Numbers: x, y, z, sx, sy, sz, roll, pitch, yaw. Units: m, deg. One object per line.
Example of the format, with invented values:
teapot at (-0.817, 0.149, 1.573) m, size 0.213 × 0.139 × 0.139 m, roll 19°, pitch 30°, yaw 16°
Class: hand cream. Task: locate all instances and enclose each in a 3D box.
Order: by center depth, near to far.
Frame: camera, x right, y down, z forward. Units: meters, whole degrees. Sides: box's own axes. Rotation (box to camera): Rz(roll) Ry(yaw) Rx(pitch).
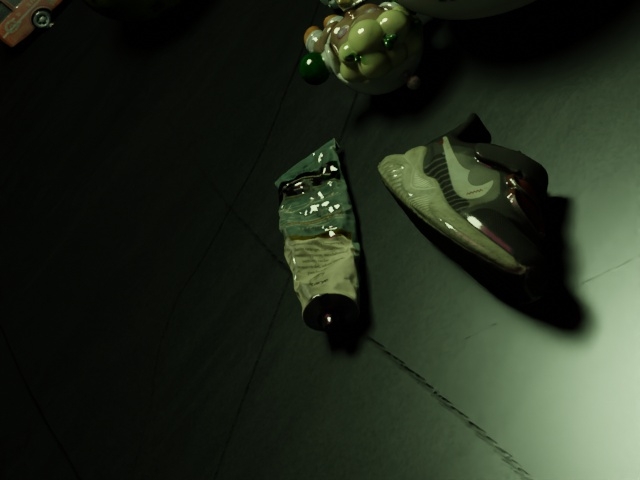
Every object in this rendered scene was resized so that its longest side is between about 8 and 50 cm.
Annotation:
hand cream at (0.000, 0.001, 1.349) m, size 0.075 × 0.052 × 0.248 m, roll -16°, pitch 37°, yaw 5°

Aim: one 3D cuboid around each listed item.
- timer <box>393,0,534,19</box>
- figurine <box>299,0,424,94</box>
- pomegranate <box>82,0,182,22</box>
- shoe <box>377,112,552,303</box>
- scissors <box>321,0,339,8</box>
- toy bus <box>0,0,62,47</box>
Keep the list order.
timer at (0.127, -0.369, 1.307) m, size 0.285 × 0.285 × 0.285 m, roll -27°, pitch 42°, yaw 27°
figurine at (0.038, -0.205, 1.440) m, size 0.147 × 0.093 × 0.197 m, roll -37°, pitch 35°, yaw -11°
pomegranate at (-0.214, -0.383, 1.797) m, size 0.263 × 0.211 × 0.211 m, roll -14°, pitch 30°, yaw -22°
shoe at (0.138, -0.036, 1.194) m, size 0.112 × 0.099 × 0.227 m, roll -43°, pitch 36°, yaw -4°
scissors at (0.045, -0.366, 1.627) m, size 0.125 × 0.030 × 0.256 m, roll -10°, pitch 49°, yaw 43°
toy bus at (-0.387, -0.381, 2.033) m, size 0.235 × 0.096 × 0.073 m, roll -46°, pitch 39°, yaw 7°
